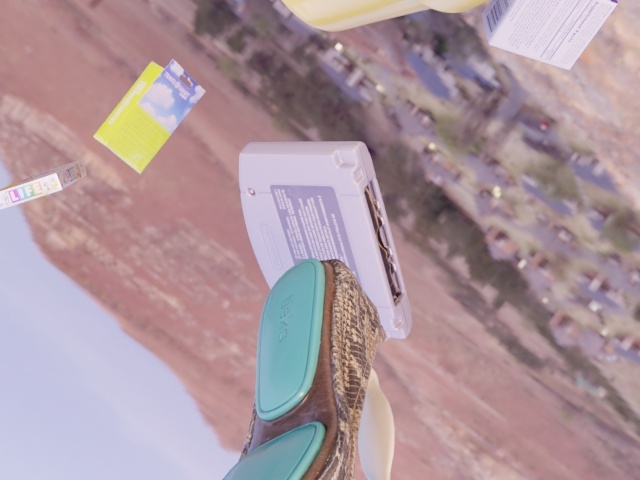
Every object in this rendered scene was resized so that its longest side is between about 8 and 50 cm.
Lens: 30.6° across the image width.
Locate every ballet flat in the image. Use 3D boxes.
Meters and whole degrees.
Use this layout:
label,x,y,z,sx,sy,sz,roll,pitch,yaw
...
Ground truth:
label,x,y,z,sx,sy,sz,roll,pitch,yaw
ballet flat,-0.005,0.211,1.125,0.182,0.164,0.482,44,-147,-19

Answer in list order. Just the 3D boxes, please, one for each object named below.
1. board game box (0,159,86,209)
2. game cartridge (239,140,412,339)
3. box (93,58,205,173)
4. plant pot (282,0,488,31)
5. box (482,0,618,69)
label,x,y,z,sx,sy,sz,roll,pitch,yaw
board game box,-0.419,-0.084,1.751,0.154,0.104,0.026,-81,-27,-79
game cartridge,0.000,0.000,1.542,0.196,0.060,0.294,1,124,27
box,-0.281,-0.210,1.931,0.042,0.178,0.109,34,174,36
plant pot,0.071,-0.342,1.255,0.239,0.254,0.254,-22,129,40
box,0.316,-0.321,1.622,0.137,0.126,0.072,14,-135,-19
